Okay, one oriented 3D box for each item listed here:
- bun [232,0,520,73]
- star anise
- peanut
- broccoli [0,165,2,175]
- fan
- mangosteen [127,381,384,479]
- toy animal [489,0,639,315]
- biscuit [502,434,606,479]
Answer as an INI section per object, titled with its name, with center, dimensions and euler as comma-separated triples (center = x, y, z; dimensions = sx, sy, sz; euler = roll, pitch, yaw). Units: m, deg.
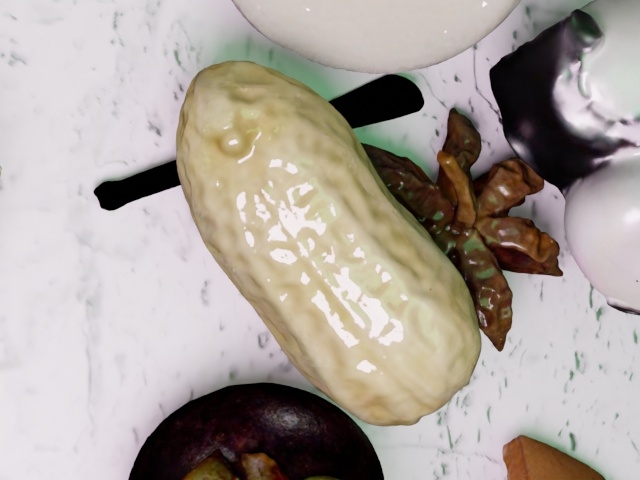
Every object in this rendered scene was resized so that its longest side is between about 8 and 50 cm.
[bun]
center = 0.042, -0.278, 1.224
dimensions = 0.263, 0.175, 0.263
euler = 1, 124, 2
[star anise]
center = 0.113, -0.008, 1.300
dimensions = 0.212, 0.111, 0.196
euler = 5, 99, -29
[peanut]
center = 0.000, 0.000, 1.190
dimensions = 0.152, 0.152, 0.313
euler = -43, 103, -14
[broccoli]
center = -0.318, -0.012, 1.083
dimensions = 0.198, 0.176, 0.226
euler = -6, 82, -17
[fan]
center = -0.045, -0.076, 1.255
dimensions = 0.282, 0.057, 0.023
euler = -22, 132, -18
[mangosteen]
center = -0.038, 0.218, 1.173
dimensions = 0.211, 0.250, 0.211
euler = -4, 102, -20
[toy animal]
center = 0.266, -0.076, 1.249
dimensions = 0.212, 0.212, 0.267
euler = -32, 83, -17
[biscuit]
center = 0.252, 0.295, 1.333
dimensions = 0.306, 0.043, 0.284
euler = 56, 30, 2
